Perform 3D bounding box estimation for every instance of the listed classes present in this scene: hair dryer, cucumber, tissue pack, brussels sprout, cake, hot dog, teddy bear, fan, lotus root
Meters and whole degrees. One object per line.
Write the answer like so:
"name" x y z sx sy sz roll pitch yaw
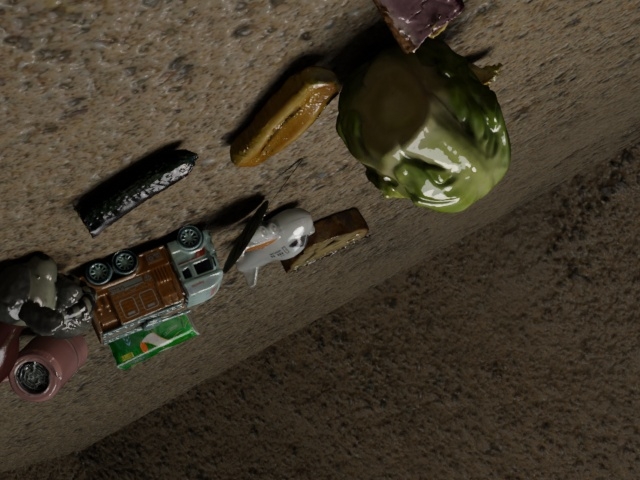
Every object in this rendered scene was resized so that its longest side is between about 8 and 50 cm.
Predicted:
"hair dryer" -0.725 0.305 2.126 0.352 0.125 0.210 -15 -170 5
"cucumber" -0.311 -0.087 1.561 0.245 0.067 0.067 -32 166 17
"tissue pack" -0.427 0.203 2.286 0.209 0.148 0.156 -25 169 -4
"brussels sprout" 0.173 -0.199 1.553 0.247 0.328 0.328 -58 156 17
"cake" 0.154 -0.334 1.379 0.116 0.113 0.295 -28 179 15
"hot dog" -0.065 -0.204 1.552 0.083 0.068 0.289 11 153 -30
"teddy bear" -0.509 0.107 1.738 0.144 0.171 0.251 -59 162 -2
"fan" -0.121 -0.053 1.976 0.329 0.009 0.191 -52 -167 28
"lotus root" 0.000 0.000 2.477 0.260 0.074 0.170 -25 167 5
"hair dryer" -0.760 0.211 1.856 0.340 0.123 0.312 -1 144 -38

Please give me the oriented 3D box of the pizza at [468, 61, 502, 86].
"pizza" 0.218 -0.274 1.818 0.287 0.075 0.280 -28 171 2

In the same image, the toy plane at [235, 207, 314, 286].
"toy plane" -0.111 0.009 2.201 0.244 0.117 0.245 -23 166 -6

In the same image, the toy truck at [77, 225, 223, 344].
"toy truck" -0.353 0.097 1.972 0.305 0.162 0.136 -22 166 -18
